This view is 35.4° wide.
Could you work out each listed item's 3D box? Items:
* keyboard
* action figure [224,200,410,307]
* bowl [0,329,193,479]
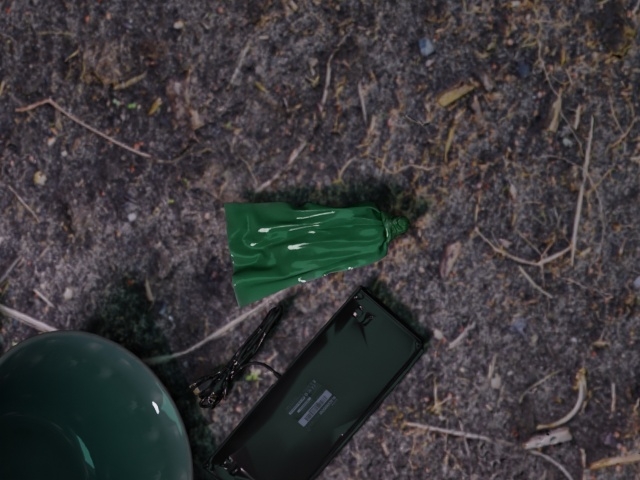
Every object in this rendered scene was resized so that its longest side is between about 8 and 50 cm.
[{"bbox_3d":[-0.036,0.188,1.295,0.201,0.033,0.317,41,92,-1],"label":"keyboard"},{"bbox_3d":[0.000,0.000,1.277,0.232,0.063,0.137,-10,86,10],"label":"action figure"},{"bbox_3d":[-0.323,0.281,1.215,0.163,0.311,0.312,-30,86,36],"label":"bowl"}]
